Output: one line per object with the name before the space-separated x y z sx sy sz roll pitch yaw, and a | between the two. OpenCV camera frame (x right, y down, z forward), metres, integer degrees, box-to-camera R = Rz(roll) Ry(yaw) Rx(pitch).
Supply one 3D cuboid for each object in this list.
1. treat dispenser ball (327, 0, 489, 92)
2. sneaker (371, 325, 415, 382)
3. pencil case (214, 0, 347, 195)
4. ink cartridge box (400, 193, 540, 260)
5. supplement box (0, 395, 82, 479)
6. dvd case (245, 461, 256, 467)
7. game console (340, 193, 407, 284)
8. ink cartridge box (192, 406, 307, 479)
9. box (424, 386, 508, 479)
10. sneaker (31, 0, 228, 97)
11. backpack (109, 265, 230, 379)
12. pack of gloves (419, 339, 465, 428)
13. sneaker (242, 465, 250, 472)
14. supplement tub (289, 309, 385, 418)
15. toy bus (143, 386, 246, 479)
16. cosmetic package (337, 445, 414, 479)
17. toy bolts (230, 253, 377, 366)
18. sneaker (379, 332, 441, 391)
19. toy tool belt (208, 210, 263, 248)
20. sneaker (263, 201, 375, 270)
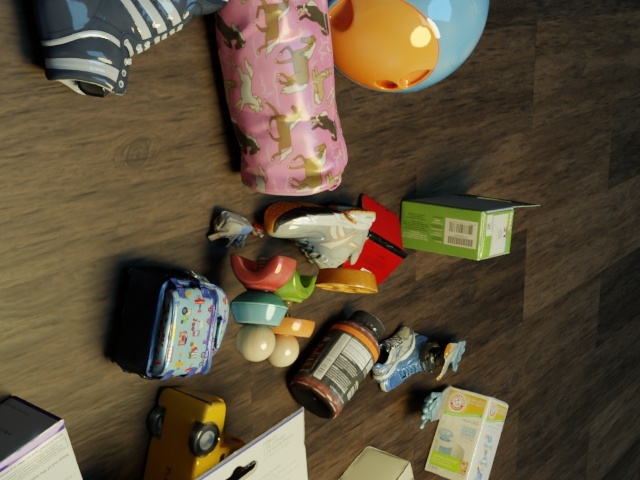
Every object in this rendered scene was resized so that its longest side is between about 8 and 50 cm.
treat dispenser ball | 0.120 -0.378 1.415 0.288 0.288 0.288 -18 113 -48
sneaker | 0.144 0.220 1.803 0.135 0.052 0.058 -54 132 -28
pencil case | -0.056 -0.256 1.326 0.160 0.167 0.386 -30 124 -42
ink cartridge box | 0.308 -0.034 1.826 0.255 0.189 0.097 -8 105 -51
supplement box | -0.370 0.328 1.135 0.114 0.111 0.220 -35 125 -41
dvd case | -0.110 0.420 1.567 0.087 0.013 0.119 -29 121 -44
game console | 0.095 0.001 1.712 0.124 0.085 0.144 -47 142 12
ink cartridge box | -0.131 0.435 1.329 0.304 0.072 0.307 -25 117 -45
box | 0.335 0.449 2.051 0.103 0.114 0.203 29 76 -49
sneaker | -0.235 -0.264 1.152 0.282 0.099 0.153 -13 105 -42
backpack | -0.198 0.121 1.295 0.173 0.117 0.158 10 92 -55
pack of gloves | 0.252 0.301 1.940 0.195 0.046 0.232 -69 161 3
sneaker | -0.145 0.513 1.495 0.169 0.108 0.292 25 84 -36
supplement tub | 0.038 0.219 1.624 0.198 0.106 0.106 -50 135 -31
toy bus | -0.201 0.395 1.368 0.130 0.108 0.332 8 93 -52
cosmetic package | 0.124 0.594 1.830 0.160 0.113 0.309 -42 131 -37
toy bolts | -0.039 0.118 1.397 0.228 0.218 0.158 21 72 -59
sneaker | 0.189 0.255 1.840 0.152 0.085 0.058 -46 132 -34
toy tool belt | -0.134 -0.012 1.400 0.051 0.052 0.083 -50 141 16
sneaker | 0.000 0.000 1.529 0.262 0.099 0.121 -1 104 -50
